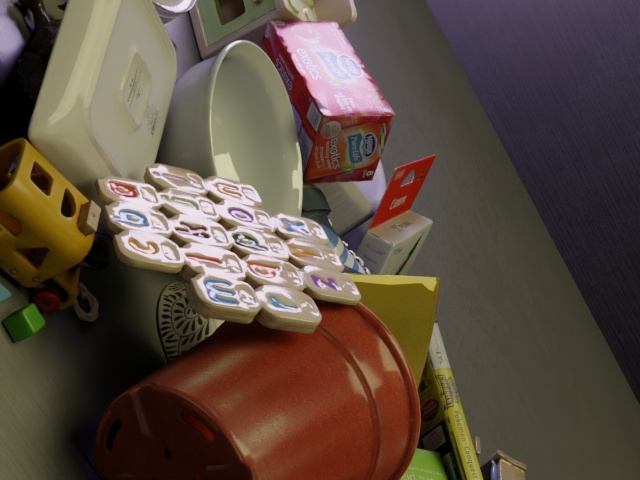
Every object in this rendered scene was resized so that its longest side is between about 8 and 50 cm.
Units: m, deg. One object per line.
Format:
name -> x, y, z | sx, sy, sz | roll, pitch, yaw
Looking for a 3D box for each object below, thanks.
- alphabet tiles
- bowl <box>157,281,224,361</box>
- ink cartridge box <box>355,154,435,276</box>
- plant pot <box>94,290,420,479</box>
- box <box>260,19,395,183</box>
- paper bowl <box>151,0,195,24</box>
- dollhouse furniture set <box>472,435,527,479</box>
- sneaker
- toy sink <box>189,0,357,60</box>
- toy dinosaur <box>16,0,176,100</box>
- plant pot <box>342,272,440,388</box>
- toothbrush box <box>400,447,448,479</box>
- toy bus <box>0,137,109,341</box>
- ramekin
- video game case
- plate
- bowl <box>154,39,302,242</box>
alphabet tiles -> -0.101, 0.004, 1.259 | 0.278, 0.021, 0.284 | 12, 28, -28
bowl -> -0.121, 0.117, 1.457 | 0.170, 0.080, 0.170 | 50, 26, -36
ink cartridge box -> 0.140, -0.021, 2.024 | 0.060, 0.238, 0.275 | 30, 17, 13
plant pot -> -0.076, 0.207, 1.225 | 0.265, 0.272, 0.272 | -24, 89, -54
box -> -0.001, -0.214, 1.757 | 0.123, 0.128, 0.256 | -3, 43, -25
paper bowl -> -0.269, -0.438, 1.616 | 0.284, 0.148, 0.284 | 48, 29, -37
dollhouse furniture set -> 0.238, 0.419, 1.953 | 0.184, 0.129, 0.129 | 31, 34, -16
sneaker -> -0.001, 0.000, 1.789 | 0.323, 0.130, 0.236 | 31, 43, -46
toy sink -> -0.084, -0.386, 1.866 | 0.131, 0.234, 0.152 | 25, 45, -59
toy dinosaur -> -0.286, -0.226, 1.436 | 0.313, 0.121, 0.160 | 9, 71, -70
plant pot -> 0.019, 0.147, 1.527 | 0.212, 0.212, 0.187 | 2, 82, -26
toothbrush box -> 0.071, 0.392, 1.420 | 0.206, 0.122, 0.283 | 17, 42, -30
toy bus -> -0.277, -0.010, 1.195 | 0.190, 0.104, 0.202 | 67, 22, 4
ramekin -> 0.005, -0.131, 1.949 | 0.273, 0.127, 0.272 | 49, 27, -36
video game case -> 0.123, 0.276, 1.642 | 0.035, 0.275, 0.248 | -2, 63, -26
plate -> -0.228, -0.174, 1.324 | 0.278, 0.045, 0.277 | 68, 30, -65
bowl -> -0.137, -0.110, 1.539 | 0.298, 0.134, 0.297 | -6, 90, -70
